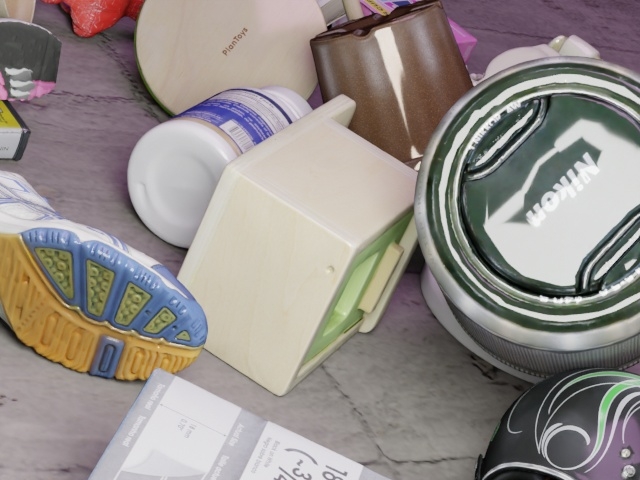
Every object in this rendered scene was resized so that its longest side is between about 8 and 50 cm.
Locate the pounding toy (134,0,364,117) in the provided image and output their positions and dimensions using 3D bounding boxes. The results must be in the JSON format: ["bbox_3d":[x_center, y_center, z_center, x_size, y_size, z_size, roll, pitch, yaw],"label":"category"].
[{"bbox_3d":[-0.064,-0.186,1.856,0.236,0.110,0.183,-23,80,-11],"label":"pounding toy"}]

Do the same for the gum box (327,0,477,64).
[{"bbox_3d":[0.065,-0.242,2.115,0.188,0.062,0.107,40,31,26],"label":"gum box"}]

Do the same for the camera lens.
[{"bbox_3d":[0.192,-0.008,1.487,0.219,0.219,0.274,33,-5,14],"label":"camera lens"}]

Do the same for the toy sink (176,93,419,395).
[{"bbox_3d":[0.000,0.000,1.563,0.131,0.153,0.234,32,28,12],"label":"toy sink"}]

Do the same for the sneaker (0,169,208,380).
[{"bbox_3d":[-0.215,0.001,1.431,0.296,0.112,0.131,24,28,-4],"label":"sneaker"}]

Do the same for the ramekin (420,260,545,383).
[{"bbox_3d":[0.204,0.030,1.721,0.207,0.109,0.207,19,29,-11],"label":"ramekin"}]

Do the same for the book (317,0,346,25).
[{"bbox_3d":[-0.046,-0.273,2.064,0.096,0.035,0.144,-33,54,-11],"label":"book"}]

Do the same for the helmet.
[{"bbox_3d":[0.210,0.174,1.430,0.169,0.169,0.161,34,46,16],"label":"helmet"}]

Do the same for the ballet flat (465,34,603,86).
[{"bbox_3d":[0.236,-0.146,2.018,0.147,0.147,0.409,37,30,21],"label":"ballet flat"}]

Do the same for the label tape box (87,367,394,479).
[{"bbox_3d":[-0.005,0.242,1.200,0.333,0.106,0.241,26,29,1],"label":"label tape box"}]

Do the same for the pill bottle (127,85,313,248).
[{"bbox_3d":[-0.076,-0.072,1.663,0.112,0.112,0.186,32,28,12],"label":"pill bottle"}]

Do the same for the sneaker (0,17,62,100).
[{"bbox_3d":[-0.304,-0.170,1.621,0.178,0.072,0.077,9,21,-38],"label":"sneaker"}]

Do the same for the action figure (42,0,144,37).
[{"bbox_3d":[-0.174,-0.258,1.924,0.280,0.091,0.139,1,43,-40],"label":"action figure"}]

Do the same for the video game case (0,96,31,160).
[{"bbox_3d":[-0.412,-0.159,1.623,0.248,0.035,0.275,-1,37,-39],"label":"video game case"}]

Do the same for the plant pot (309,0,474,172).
[{"bbox_3d":[0.071,-0.123,1.741,0.167,0.165,0.167,-18,12,4],"label":"plant pot"}]

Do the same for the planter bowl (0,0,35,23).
[{"bbox_3d":[-0.320,-0.258,1.687,0.109,0.162,0.162,-4,30,4],"label":"planter bowl"}]
